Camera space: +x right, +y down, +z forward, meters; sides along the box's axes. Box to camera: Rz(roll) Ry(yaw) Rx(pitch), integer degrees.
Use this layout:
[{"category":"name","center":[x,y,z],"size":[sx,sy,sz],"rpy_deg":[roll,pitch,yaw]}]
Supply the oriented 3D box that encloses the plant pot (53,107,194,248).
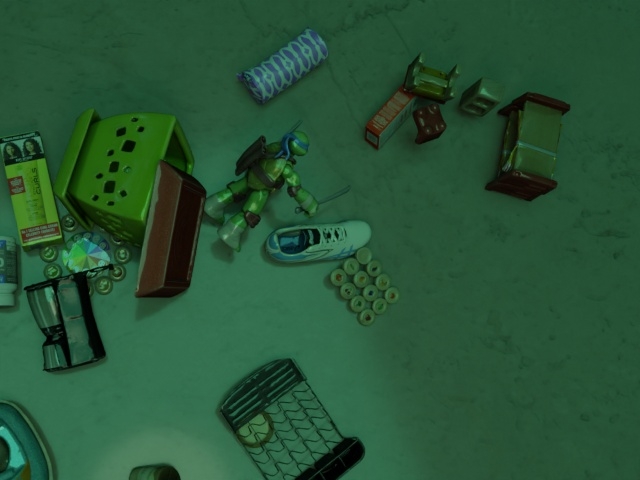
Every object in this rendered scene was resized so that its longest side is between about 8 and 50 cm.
[{"category":"plant pot","center":[-0.390,-0.123,1.843],"size":[0.207,0.227,0.228],"rpy_deg":[12,72,7]}]

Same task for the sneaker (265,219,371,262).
[{"category":"sneaker","center":[0.000,0.000,1.980],"size":[0.237,0.086,0.085],"rpy_deg":[-10,80,-14]}]

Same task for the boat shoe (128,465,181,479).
[{"category":"boat shoe","center":[-0.329,0.593,1.809],"size":[0.098,0.109,0.303],"rpy_deg":[-7,79,28]}]

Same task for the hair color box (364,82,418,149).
[{"category":"hair color box","center":[0.158,-0.276,2.064],"size":[0.043,0.072,0.141],"rpy_deg":[38,74,14]}]

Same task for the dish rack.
[{"category":"dish rack","center":[-0.064,0.385,1.888],"size":[0.208,0.074,0.272],"rpy_deg":[-36,99,-17]}]

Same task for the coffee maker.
[{"category":"coffee maker","center":[-0.478,0.154,1.827],"size":[0.171,0.120,0.178],"rpy_deg":[-14,94,8]}]

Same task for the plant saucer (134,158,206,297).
[{"category":"plant saucer","center":[-0.282,-0.012,1.817],"size":[0.047,0.259,0.259],"rpy_deg":[9,87,7]}]

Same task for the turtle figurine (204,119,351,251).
[{"category":"turtle figurine","center":[-0.095,-0.103,1.942],"size":[0.266,0.274,0.198],"rpy_deg":[-41,88,10]}]

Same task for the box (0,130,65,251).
[{"category":"box","center":[-0.586,-0.100,1.889],"size":[0.087,0.058,0.232],"rpy_deg":[-12,80,-13]}]

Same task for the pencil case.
[{"category":"pencil case","center":[-0.080,-0.382,2.037],"size":[0.206,0.086,0.088],"rpy_deg":[-35,61,-16]}]

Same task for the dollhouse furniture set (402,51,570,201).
[{"category":"dollhouse furniture set","center":[0.344,-0.242,2.051],"size":[0.373,0.152,0.201],"rpy_deg":[16,77,-10]}]

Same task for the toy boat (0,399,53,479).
[{"category":"toy boat","center":[-0.658,0.459,1.721],"size":[0.318,0.148,0.268],"rpy_deg":[-26,85,-22]}]

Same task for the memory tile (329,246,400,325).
[{"category":"memory tile","center":[0.097,0.098,2.000],"size":[0.113,0.012,0.148],"rpy_deg":[-39,103,-14]}]

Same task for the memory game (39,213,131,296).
[{"category":"memory game","center":[-0.482,0.029,1.916],"size":[0.186,0.012,0.186],"rpy_deg":[2,79,-11]}]

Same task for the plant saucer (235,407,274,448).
[{"category":"plant saucer","center":[-0.137,0.386,1.919],"size":[0.083,0.015,0.084],"rpy_deg":[2,80,-12]}]

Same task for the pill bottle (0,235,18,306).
[{"category":"pill bottle","center":[-0.640,0.064,1.844],"size":[0.078,0.078,0.137],"rpy_deg":[-3,80,-12]}]
